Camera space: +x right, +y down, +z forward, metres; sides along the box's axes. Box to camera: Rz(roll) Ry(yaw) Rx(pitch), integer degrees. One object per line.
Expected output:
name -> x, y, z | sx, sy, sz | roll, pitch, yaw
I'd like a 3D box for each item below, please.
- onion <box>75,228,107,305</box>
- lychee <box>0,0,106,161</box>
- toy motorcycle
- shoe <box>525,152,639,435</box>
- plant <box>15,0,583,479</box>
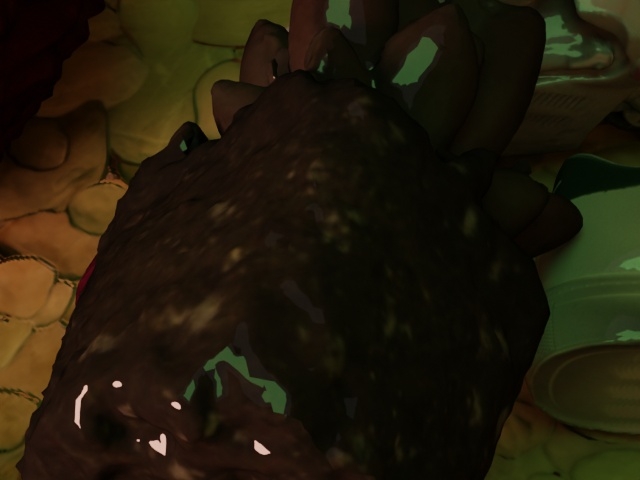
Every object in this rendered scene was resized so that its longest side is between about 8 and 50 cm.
onion -> -0.085, 0.025, 0.609 | 0.107, 0.097, 0.107 | -16, 41, 15
lychee -> -0.338, -0.189, 0.595 | 0.424, 0.425, 0.500 | 33, 43, 24
toy motorcycle -> 0.105, -0.115, 0.639 | 0.260, 0.171, 0.110 | -1, 55, 2
shoe -> 0.287, 0.011, 0.566 | 0.362, 0.132, 0.160 | -2, 54, 11
plant -> 0.000, 0.000, 0.492 | 0.181, 0.194, 0.321 | -21, 30, 32
